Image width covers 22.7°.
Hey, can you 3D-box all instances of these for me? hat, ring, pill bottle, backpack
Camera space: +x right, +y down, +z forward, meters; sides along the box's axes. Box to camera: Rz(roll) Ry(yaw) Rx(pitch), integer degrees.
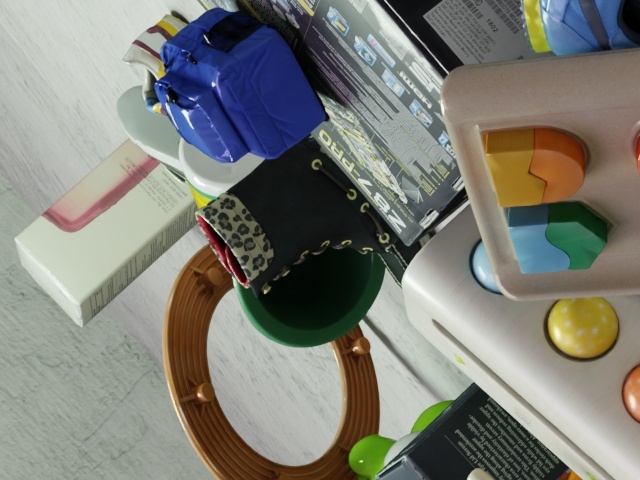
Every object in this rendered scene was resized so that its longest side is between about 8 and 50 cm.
[{"bbox_3d":[-0.043,0.011,1.682,0.183,0.173,0.208,28,151,58],"label":"hat"},{"bbox_3d":[-0.042,0.148,1.814,0.032,0.336,0.336,-26,109,39],"label":"ring"},{"bbox_3d":[-0.074,-0.049,1.713,0.117,0.117,0.208,40,163,28],"label":"pill bottle"},{"bbox_3d":[-0.071,-0.118,1.185,0.120,0.101,0.098,38,157,55],"label":"backpack"}]

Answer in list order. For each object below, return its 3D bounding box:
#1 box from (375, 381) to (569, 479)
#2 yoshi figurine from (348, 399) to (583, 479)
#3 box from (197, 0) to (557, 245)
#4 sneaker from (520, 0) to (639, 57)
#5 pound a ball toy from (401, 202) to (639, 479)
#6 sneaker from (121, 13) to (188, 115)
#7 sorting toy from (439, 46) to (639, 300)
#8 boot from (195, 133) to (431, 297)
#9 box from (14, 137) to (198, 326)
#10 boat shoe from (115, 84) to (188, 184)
[{"bbox_3d":[0.166,0.176,1.433,0.108,0.207,0.153,47,165,5],"label":"box"},{"bbox_3d":[0.193,0.251,1.719,0.203,0.204,0.362,16,176,-42],"label":"yoshi figurine"},{"bbox_3d":[-0.002,-0.198,1.163,0.395,0.097,0.318,50,164,5],"label":"box"},{"bbox_3d":[0.147,-0.188,0.884,0.082,0.069,0.209,7,138,26],"label":"sneaker"},{"bbox_3d":[0.191,0.125,1.237,0.319,0.208,0.136,42,164,23],"label":"pound a ball toy"},{"bbox_3d":[-0.145,-0.150,1.719,0.069,0.084,0.185,25,152,56],"label":"sneaker"},{"bbox_3d":[0.185,-0.031,0.982,0.193,0.038,0.208,-4,140,16],"label":"sorting toy"},{"bbox_3d":[-0.001,-0.001,1.508,0.085,0.178,0.236,27,153,54],"label":"boot"},{"bbox_3d":[-0.280,-0.017,2.138,0.127,0.232,0.148,45,164,6],"label":"box"},{"bbox_3d":[-0.157,-0.103,1.885,0.219,0.078,0.070,38,161,26],"label":"boat shoe"}]
